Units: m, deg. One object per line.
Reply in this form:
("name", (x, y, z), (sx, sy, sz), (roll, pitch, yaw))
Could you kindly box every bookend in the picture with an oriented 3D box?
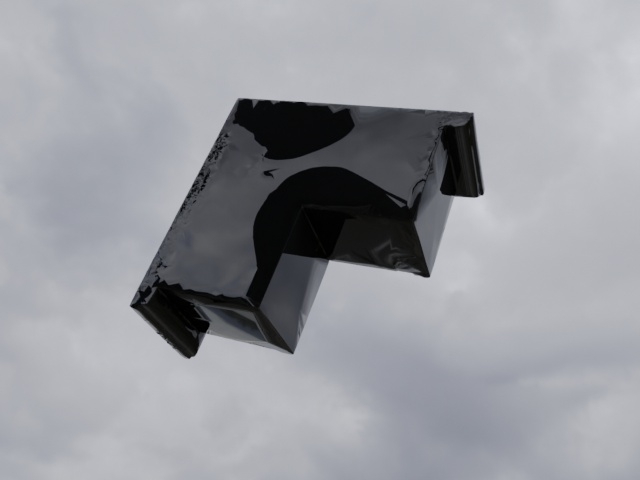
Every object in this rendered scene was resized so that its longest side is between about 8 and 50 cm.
("bookend", (0.000, 0.000, 0.407), (0.157, 0.156, 0.072), (8, -30, 24))
